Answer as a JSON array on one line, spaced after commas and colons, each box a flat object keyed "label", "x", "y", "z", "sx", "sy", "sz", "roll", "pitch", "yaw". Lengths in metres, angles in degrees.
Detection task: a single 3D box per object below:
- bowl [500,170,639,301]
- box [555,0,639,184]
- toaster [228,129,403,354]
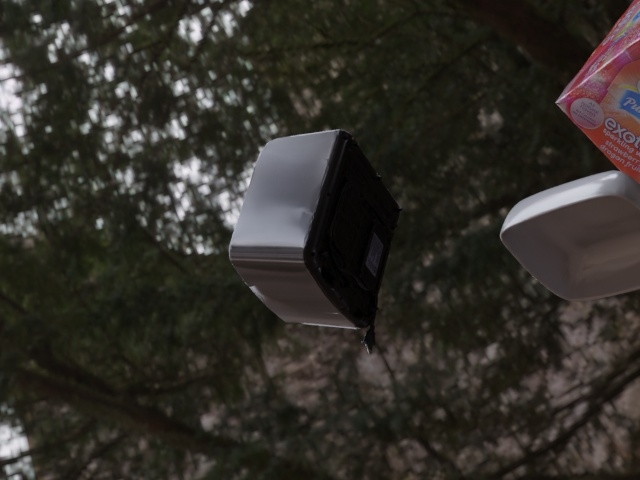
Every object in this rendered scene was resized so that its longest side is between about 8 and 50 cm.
[{"label": "bowl", "x": 0.254, "y": -0.008, "z": 1.115, "sx": 0.142, "sy": 0.053, "sz": 0.142, "roll": -19, "pitch": -47, "yaw": 38}, {"label": "box", "x": 0.398, "y": -0.199, "z": 1.282, "sx": 0.300, "sy": 0.154, "sz": 0.142, "roll": -47, "pitch": 5, "yaw": -40}, {"label": "toaster", "x": 0.000, "y": 0.000, "z": 1.293, "sx": 0.110, "sy": 0.186, "sz": 0.168, "roll": 0, "pitch": -30, "yaw": 29}]
